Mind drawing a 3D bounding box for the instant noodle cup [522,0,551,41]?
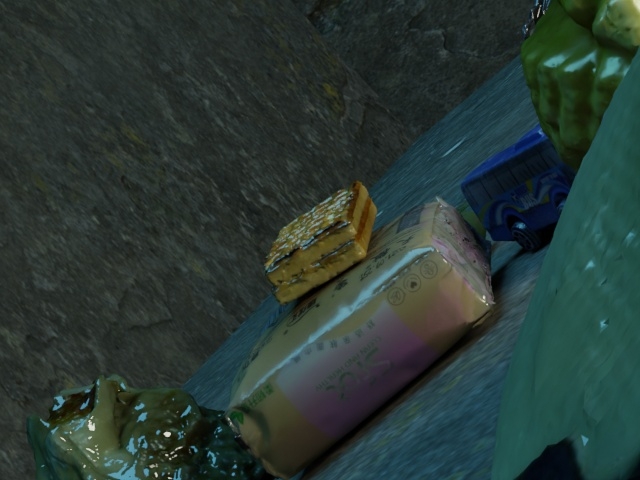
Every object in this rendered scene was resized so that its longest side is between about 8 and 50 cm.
[{"bbox_3d":[0.344,-0.250,1.612,0.208,0.177,0.125,-30,10,-31],"label":"instant noodle cup"}]

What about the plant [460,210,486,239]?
[{"bbox_3d":[0.147,0.014,1.512,0.051,0.051,0.102,-40,18,40],"label":"plant"}]

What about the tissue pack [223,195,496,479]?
[{"bbox_3d":[0.038,0.079,1.335,0.257,0.123,0.215,-43,8,16],"label":"tissue pack"}]

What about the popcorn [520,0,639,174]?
[{"bbox_3d":[0.236,-0.129,0.803,0.270,0.224,0.258,-65,8,-13],"label":"popcorn"}]

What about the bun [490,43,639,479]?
[{"bbox_3d":[0.169,0.018,0.391,0.283,0.179,0.283,-63,5,9],"label":"bun"}]

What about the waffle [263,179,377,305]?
[{"bbox_3d":[0.001,0.000,1.343,0.102,0.042,0.148,-33,11,14],"label":"waffle"}]

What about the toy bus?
[{"bbox_3d":[0.206,-0.056,1.299,0.079,0.094,0.236,-44,4,-18],"label":"toy bus"}]

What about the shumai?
[{"bbox_3d":[-0.192,0.228,1.439,0.256,0.218,0.189,-44,-5,-27],"label":"shumai"}]
